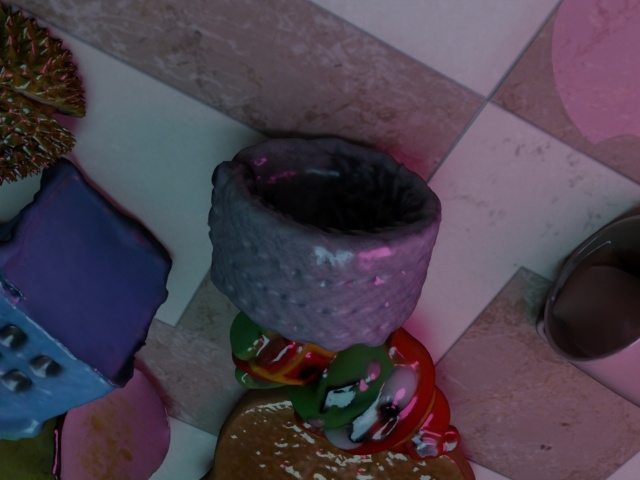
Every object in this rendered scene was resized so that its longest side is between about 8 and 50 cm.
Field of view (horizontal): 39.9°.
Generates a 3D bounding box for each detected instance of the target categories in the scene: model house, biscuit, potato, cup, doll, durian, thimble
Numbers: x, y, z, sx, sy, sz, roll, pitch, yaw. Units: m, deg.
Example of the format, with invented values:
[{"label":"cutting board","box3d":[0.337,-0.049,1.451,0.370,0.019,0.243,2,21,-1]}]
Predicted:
[{"label":"model house","box3d":[-0.357,0.092,1.064,0.303,0.237,0.215,-34,114,28]},{"label":"biscuit","box3d":[0.020,0.369,1.304,0.385,0.062,0.365,25,115,-6]},{"label":"potato","box3d":[-0.384,0.288,1.242,0.266,0.229,0.229,-8,125,30]},{"label":"cup","box3d":[0.381,0.110,1.039,0.200,0.191,0.253,35,151,-21]},{"label":"doll","box3d":[0.049,0.178,1.122,0.363,0.160,0.182,39,105,-23]},{"label":"durian","box3d":[-0.388,-0.150,0.952,0.237,0.137,0.193,-1,125,8]},{"label":"thimble","box3d":[0.000,0.000,0.967,0.246,0.217,0.157,17,126,11]}]
